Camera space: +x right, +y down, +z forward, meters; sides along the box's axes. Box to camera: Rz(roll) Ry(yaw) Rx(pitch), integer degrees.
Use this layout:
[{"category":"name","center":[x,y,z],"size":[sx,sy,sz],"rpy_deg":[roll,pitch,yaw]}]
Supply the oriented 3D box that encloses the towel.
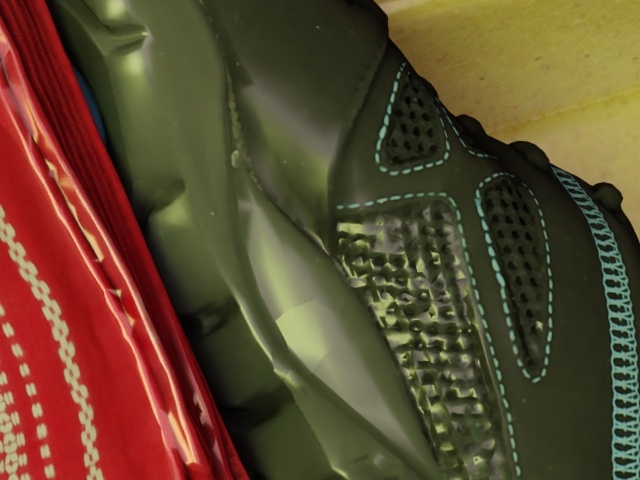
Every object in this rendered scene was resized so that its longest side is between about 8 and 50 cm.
[{"category":"towel","center":[-0.151,0.013,0.485],"size":[0.031,0.275,0.199],"rpy_deg":[-23,90,-52]}]

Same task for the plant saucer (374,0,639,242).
[{"category":"plant saucer","center":[0.125,0.068,0.579],"size":[0.332,0.081,0.333],"rpy_deg":[-16,90,-6]}]

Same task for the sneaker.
[{"category":"sneaker","center":[0.000,0.000,0.487],"size":[0.139,0.125,0.341],"rpy_deg":[-26,88,-34]}]
